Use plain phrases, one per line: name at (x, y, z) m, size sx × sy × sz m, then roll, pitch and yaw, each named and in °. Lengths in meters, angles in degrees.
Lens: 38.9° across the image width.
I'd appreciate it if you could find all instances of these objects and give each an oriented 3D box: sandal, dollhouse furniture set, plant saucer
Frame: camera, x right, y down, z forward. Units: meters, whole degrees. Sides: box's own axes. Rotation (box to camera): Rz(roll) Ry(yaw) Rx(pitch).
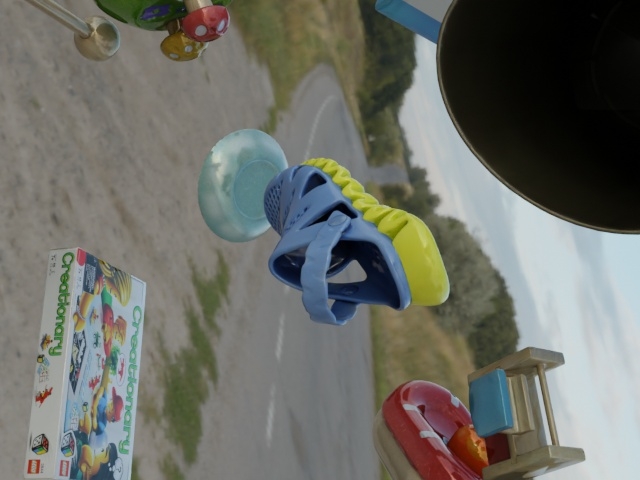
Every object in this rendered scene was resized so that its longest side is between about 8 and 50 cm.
sandal at (0.000, 0.000, 0.986) m, size 0.317 × 0.138 × 0.126 m, roll 33°, pitch -36°, yaw 60°
dollhouse furniture set at (0.101, 0.179, 0.654) m, size 0.129 × 0.129 × 0.183 m, roll 14°, pitch 58°, yaw -31°
plant saucer at (-0.115, -0.088, 1.514) m, size 0.037 × 0.195 × 0.194 m, roll 17°, pitch -46°, yaw 47°

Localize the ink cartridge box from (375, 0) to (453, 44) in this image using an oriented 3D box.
ink cartridge box at (0.241, -0.387, 1.194) m, size 0.270 × 0.197 × 0.198 m, roll -12°, pitch -122°, yaw 64°

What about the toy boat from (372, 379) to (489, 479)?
toy boat at (0.151, 0.200, 0.881) m, size 0.151 × 0.151 × 0.231 m, roll 41°, pitch 3°, yaw -18°

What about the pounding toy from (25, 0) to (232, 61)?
pounding toy at (-0.170, -0.240, 0.970) m, size 0.183 × 0.237 × 0.110 m, roll 20°, pitch 50°, yaw -80°

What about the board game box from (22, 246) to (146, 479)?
board game box at (-0.320, 0.182, 1.259) m, size 0.193 × 0.053 × 0.305 m, roll 43°, pitch 46°, yaw -65°

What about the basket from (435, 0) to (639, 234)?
basket at (0.222, -0.118, 0.619) m, size 0.227 × 0.204 × 0.154 m, roll -24°, pitch 142°, yaw -47°
